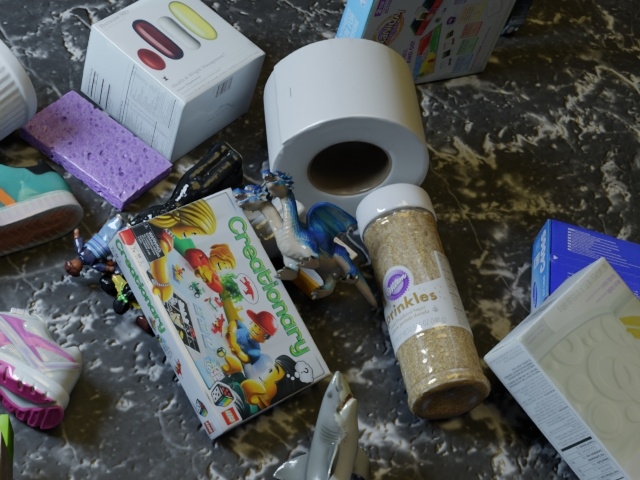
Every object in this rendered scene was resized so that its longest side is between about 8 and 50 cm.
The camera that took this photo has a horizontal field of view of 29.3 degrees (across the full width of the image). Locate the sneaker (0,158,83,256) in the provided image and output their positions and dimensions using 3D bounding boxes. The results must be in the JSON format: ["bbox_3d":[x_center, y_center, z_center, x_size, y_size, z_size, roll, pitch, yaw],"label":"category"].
[{"bbox_3d":[-0.492,-0.041,1.720,0.302,0.108,0.121,-14,57,-37],"label":"sneaker"}]

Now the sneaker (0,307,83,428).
[{"bbox_3d":[-0.420,0.138,1.605,0.252,0.103,0.111,34,45,1],"label":"sneaker"}]

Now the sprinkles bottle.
[{"bbox_3d":[0.148,0.085,1.815,0.121,0.121,0.355,-1,53,-19],"label":"sprinkles bottle"}]

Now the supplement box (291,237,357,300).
[{"bbox_3d":[0.001,0.038,1.859,0.062,0.036,0.098,40,52,14],"label":"supplement box"}]

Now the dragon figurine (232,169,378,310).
[{"bbox_3d":[0.000,0.000,1.767,0.289,0.085,0.144,25,49,-37],"label":"dragon figurine"}]

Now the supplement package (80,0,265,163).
[{"bbox_3d":[-0.236,-0.270,1.956,0.203,0.149,0.194,40,51,13],"label":"supplement package"}]

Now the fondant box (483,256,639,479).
[{"bbox_3d":[0.425,0.221,1.760,0.238,0.096,0.330,-37,87,-37],"label":"fondant box"}]

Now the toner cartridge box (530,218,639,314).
[{"bbox_3d":[0.512,0.091,1.962,0.348,0.075,0.165,16,49,-6],"label":"toner cartridge box"}]

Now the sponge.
[{"bbox_3d":[-0.346,-0.140,1.892,0.210,0.031,0.117,36,50,11],"label":"sponge"}]

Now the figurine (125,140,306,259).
[{"bbox_3d":[-0.152,-0.014,1.829,0.215,0.092,0.209,39,59,14],"label":"figurine"}]

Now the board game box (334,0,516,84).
[{"bbox_3d":[0.181,-0.374,2.120,0.317,0.242,0.064,-13,56,-28],"label":"board game box"}]

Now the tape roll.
[{"bbox_3d":[0.037,-0.170,1.904,0.246,0.246,0.169,6,51,-14],"label":"tape roll"}]

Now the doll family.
[{"bbox_3d":[-0.276,0.050,1.732,0.193,0.076,0.111,39,73,23],"label":"doll family"}]

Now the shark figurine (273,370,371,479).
[{"bbox_3d":[-0.022,0.324,1.589,0.116,0.166,0.278,4,49,25],"label":"shark figurine"}]

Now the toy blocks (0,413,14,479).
[{"bbox_3d":[-0.484,0.370,1.360,0.261,0.190,0.381,-4,52,-7],"label":"toy blocks"}]

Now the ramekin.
[{"bbox_3d":[-0.529,-0.223,1.791,0.207,0.207,0.109,34,59,10],"label":"ramekin"}]

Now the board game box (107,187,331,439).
[{"bbox_3d":[-0.138,0.096,1.692,0.193,0.053,0.305,-25,83,-35],"label":"board game box"}]

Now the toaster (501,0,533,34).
[{"bbox_3d":[0.281,-0.471,2.310,0.227,0.129,0.146,-10,52,-22],"label":"toaster"}]
